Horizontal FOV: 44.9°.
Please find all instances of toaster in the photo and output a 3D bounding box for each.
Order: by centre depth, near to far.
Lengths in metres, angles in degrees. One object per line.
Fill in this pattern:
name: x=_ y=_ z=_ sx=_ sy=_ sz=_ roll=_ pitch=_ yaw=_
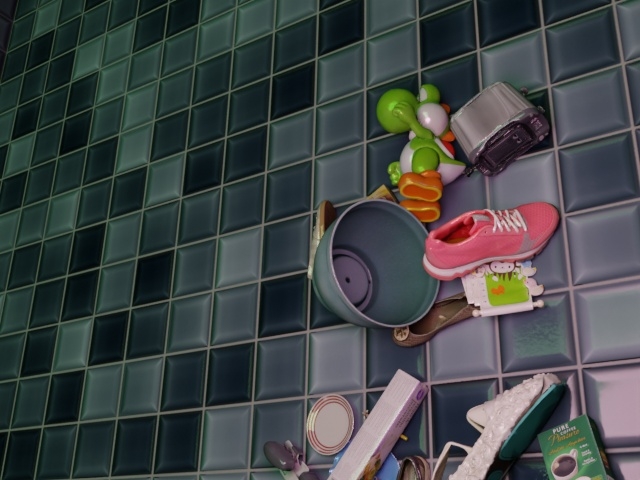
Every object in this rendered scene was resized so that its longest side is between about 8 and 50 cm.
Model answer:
toaster: x=0.400 y=-0.256 z=1.785 sx=0.227 sy=0.129 sz=0.146 roll=-40 pitch=48 yaw=18

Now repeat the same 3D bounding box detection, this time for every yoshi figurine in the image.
yoshi figurine: x=0.210 y=-0.232 z=1.865 sx=0.203 sy=0.203 sz=0.362 roll=-25 pitch=46 yaw=38

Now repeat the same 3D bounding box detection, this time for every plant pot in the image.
plant pot: x=0.099 y=0.073 z=1.783 sx=0.196 sy=0.293 sz=0.293 roll=-29 pitch=51 yaw=55

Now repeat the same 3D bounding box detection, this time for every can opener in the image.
can opener: x=-0.051 y=0.563 z=1.759 sx=0.076 sy=0.095 sz=0.283 roll=-63 pitch=36 yaw=14

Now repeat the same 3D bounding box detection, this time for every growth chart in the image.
growth chart: x=0.380 y=0.065 z=1.692 sx=0.172 sy=0.021 sz=0.237 roll=-17 pitch=53 yaw=4

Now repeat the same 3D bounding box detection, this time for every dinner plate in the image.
dinner plate: x=0.025 y=0.433 z=1.819 sx=0.141 sy=0.017 sz=0.141 roll=-20 pitch=57 yaw=34

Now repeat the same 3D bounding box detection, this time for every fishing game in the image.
fishing game: x=0.090 y=0.528 z=1.721 sx=0.189 sy=0.041 sz=0.264 roll=29 pitch=89 yaw=43

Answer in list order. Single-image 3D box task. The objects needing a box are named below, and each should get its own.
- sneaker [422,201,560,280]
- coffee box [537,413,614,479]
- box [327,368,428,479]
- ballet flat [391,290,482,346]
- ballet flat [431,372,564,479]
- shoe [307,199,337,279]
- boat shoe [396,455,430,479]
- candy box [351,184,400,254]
sneaker: x=0.367 y=-0.015 z=1.652 sx=0.313 sy=0.136 sz=0.116 roll=-22 pitch=54 yaw=0
coffee box: x=0.483 y=0.429 z=1.445 sx=0.113 sy=0.040 sz=0.184 roll=-36 pitch=40 yaw=28
box: x=0.119 y=0.438 z=1.691 sx=0.067 sy=0.063 sz=0.324 roll=25 pitch=77 yaw=40
ballet flat: x=0.263 y=0.170 z=1.738 sx=0.250 sy=0.058 sz=0.084 roll=-25 pitch=59 yaw=25
ballet flat: x=0.318 y=0.415 z=1.531 sx=0.147 sy=0.147 sz=0.409 roll=33 pitch=90 yaw=40
shoe: x=0.000 y=0.000 z=1.993 sx=0.058 sy=0.076 sz=0.219 roll=-8 pitch=68 yaw=28
boat shoe: x=0.184 y=0.561 z=1.615 sx=0.080 sy=0.073 sz=0.224 roll=-8 pitch=65 yaw=34
candy box: x=0.122 y=-0.038 z=1.937 sx=0.186 sy=0.053 sz=0.109 roll=-39 pitch=53 yaw=15
